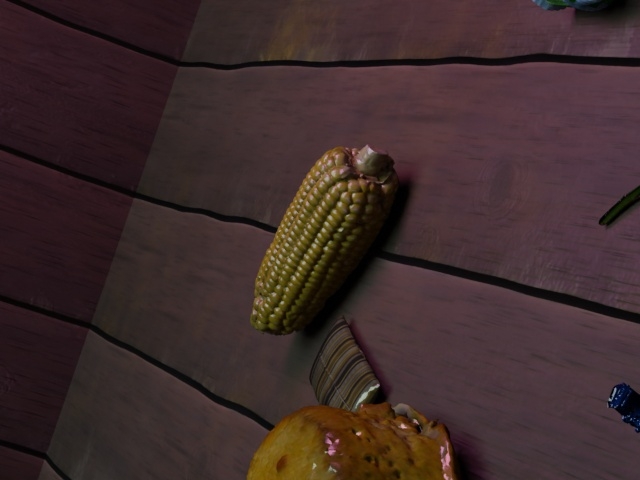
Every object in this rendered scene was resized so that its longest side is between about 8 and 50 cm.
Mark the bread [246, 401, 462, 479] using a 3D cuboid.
[{"bbox_3d":[0.018,0.354,1.925,0.337,0.204,0.358,24,92,62],"label":"bread"}]

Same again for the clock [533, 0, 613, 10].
[{"bbox_3d":[0.327,-0.365,1.936,0.195,0.100,0.194,178,106,-68],"label":"clock"}]

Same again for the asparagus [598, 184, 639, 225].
[{"bbox_3d":[0.346,-0.058,1.754,0.013,0.016,0.166,-45,1,-42],"label":"asparagus"}]

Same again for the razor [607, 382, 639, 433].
[{"bbox_3d":[0.297,0.299,1.539,0.056,0.093,0.324,-3,69,27],"label":"razor"}]

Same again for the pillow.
[{"bbox_3d":[0.029,0.190,2.232,0.113,0.038,0.203,-64,23,16],"label":"pillow"}]

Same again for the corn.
[{"bbox_3d":[0.000,0.000,2.336,0.347,0.130,0.130,-58,26,30],"label":"corn"}]
